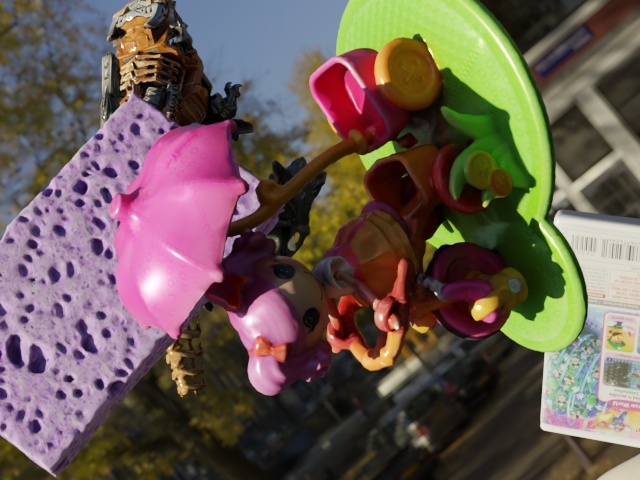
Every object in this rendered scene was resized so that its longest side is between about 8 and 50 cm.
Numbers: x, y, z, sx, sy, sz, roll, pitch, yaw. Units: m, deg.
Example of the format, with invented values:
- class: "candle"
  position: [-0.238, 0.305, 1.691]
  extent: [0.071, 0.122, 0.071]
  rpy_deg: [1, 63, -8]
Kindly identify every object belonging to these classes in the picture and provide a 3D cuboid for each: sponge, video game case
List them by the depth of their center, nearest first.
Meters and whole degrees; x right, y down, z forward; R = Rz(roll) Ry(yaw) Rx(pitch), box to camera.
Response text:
- class: "video game case"
  position: [0.209, 0.059, 0.750]
  extent: [0.019, 0.157, 0.143]
  rpy_deg: [-49, -37, -59]
- class: "sponge"
  position: [-0.129, 0.021, 0.756]
  extent: [0.210, 0.117, 0.031]
  rpy_deg: [-50, -11, -19]

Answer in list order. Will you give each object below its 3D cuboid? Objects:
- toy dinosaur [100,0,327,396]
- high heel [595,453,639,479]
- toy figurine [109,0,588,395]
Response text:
- class: "toy dinosaur"
  position: [-0.124, -0.038, 1.075]
  extent: [0.218, 0.164, 0.322]
  rpy_deg: [36, -115, -59]
- class: "high heel"
  position: [0.240, 0.159, 0.823]
  extent: [0.082, 0.117, 0.244]
  rpy_deg: [1, 58, 56]
- class: "toy figurine"
  position: [0.000, 0.000, 0.504]
  extent: [0.159, 0.173, 0.130]
  rpy_deg: [-28, 0, -28]
